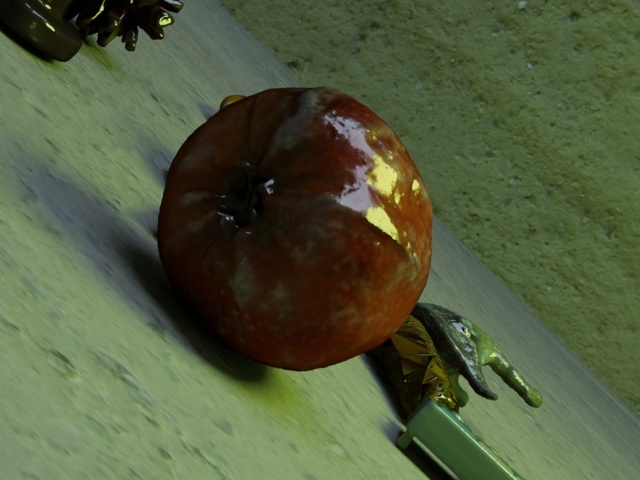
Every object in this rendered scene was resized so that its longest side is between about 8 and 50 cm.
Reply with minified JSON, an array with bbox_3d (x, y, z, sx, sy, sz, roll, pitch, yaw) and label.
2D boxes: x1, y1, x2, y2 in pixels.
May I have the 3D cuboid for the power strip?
[{"bbox_3d":[0.170,0.243,1.560,0.216,0.061,0.145,44,2,4],"label":"power strip"}]

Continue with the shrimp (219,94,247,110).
[{"bbox_3d":[-0.088,-0.159,2.351,0.150,0.068,0.248,54,12,-6],"label":"shrimp"}]

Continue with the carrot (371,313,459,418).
[{"bbox_3d":[0.099,0.139,1.703,0.069,0.069,0.228,39,11,-23],"label":"carrot"}]

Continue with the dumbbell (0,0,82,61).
[{"bbox_3d":[-0.264,-0.316,1.741,0.140,0.225,0.124,44,7,22],"label":"dumbbell"}]

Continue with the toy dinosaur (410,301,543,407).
[{"bbox_3d":[0.139,0.121,1.857,0.294,0.077,0.162,29,-14,43],"label":"toy dinosaur"}]

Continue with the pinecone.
[{"bbox_3d":[-0.286,-0.385,2.002,0.309,0.244,0.244,51,7,-10],"label":"pinecone"}]

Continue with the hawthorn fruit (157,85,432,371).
[{"bbox_3d":[0.000,0.000,1.362,0.242,0.242,0.272,49,10,35],"label":"hawthorn fruit"}]
